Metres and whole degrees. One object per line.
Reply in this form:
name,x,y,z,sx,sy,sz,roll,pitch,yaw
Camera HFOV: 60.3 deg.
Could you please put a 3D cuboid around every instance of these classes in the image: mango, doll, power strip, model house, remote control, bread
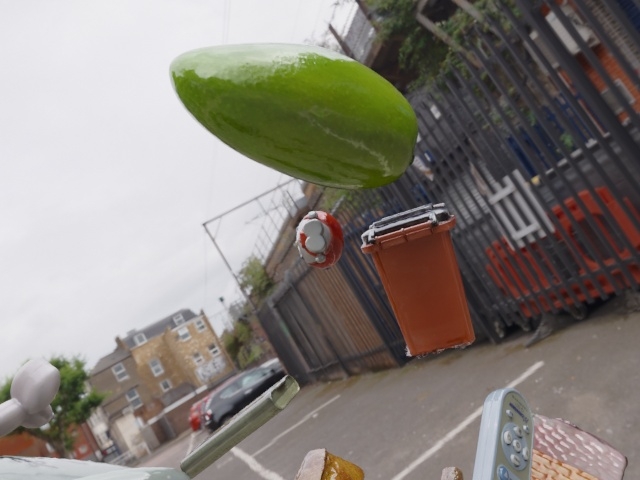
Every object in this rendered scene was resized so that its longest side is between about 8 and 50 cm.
mango,-0.025,-0.168,0.710,0.343,0.192,0.156,11,-46,-33
doll,0.000,0.000,1.511,0.129,0.161,0.290,-14,-6,4
power strip,-0.143,0.313,0.903,0.268,0.034,0.092,-41,-5,18
model house,0.379,0.463,0.950,0.237,0.202,0.237,-12,-58,-56
doll,-0.375,0.203,0.633,0.160,0.059,0.161,-51,-28,-31
remote control,0.235,0.305,0.719,0.047,0.087,0.244,-25,28,42
bread,0.001,0.639,1.278,0.312,0.172,0.312,16,-90,-89

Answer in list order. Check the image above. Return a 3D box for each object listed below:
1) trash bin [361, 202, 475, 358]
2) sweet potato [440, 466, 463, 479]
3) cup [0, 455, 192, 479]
trash bin,0.174,0.066,0.933,0.161,0.239,0.184,-17,1,14
sweet potato,0.259,0.583,1.099,0.059,0.067,0.281,-23,17,25
cup,-0.225,0.244,0.430,0.258,0.186,0.234,-39,-48,18
